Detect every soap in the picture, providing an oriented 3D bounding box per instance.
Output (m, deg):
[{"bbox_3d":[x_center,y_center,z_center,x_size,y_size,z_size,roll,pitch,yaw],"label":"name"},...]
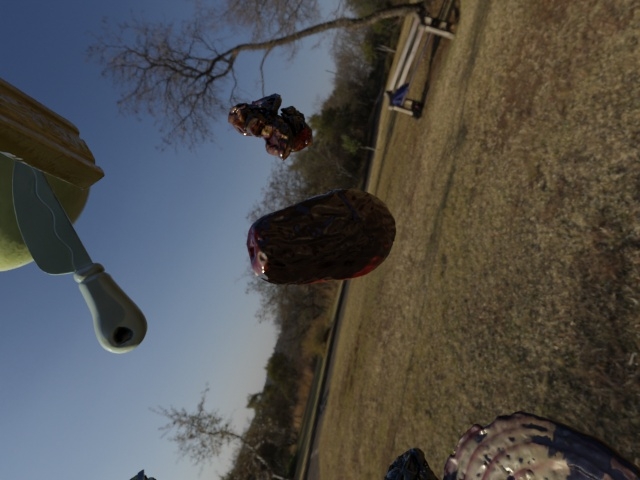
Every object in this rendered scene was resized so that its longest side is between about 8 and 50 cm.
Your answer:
[{"bbox_3d":[-0.317,-0.125,0.396,0.037,0.092,0.252,-38,-15,1],"label":"soap"}]

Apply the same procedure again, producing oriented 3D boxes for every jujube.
[{"bbox_3d":[0.000,0.000,0.964,0.216,0.342,0.216,36,132,53],"label":"jujube"}]

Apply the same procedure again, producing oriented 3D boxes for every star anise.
[{"bbox_3d":[-0.123,-0.287,1.026,0.190,0.220,0.126,-53,-15,-43],"label":"star anise"}]

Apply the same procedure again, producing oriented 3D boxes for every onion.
[{"bbox_3d":[0.326,0.388,0.596,0.314,0.146,0.280,-62,35,18],"label":"onion"}]

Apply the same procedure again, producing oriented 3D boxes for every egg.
[{"bbox_3d":[-0.527,-0.088,0.729,0.218,0.218,0.296,104,169,-60],"label":"egg"}]

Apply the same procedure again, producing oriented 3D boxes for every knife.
[{"bbox_3d":[-0.371,0.025,0.620,0.080,0.331,0.044,-34,4,-14],"label":"knife"}]

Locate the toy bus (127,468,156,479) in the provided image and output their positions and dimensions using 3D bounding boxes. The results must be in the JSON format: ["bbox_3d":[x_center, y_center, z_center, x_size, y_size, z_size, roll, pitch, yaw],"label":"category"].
[{"bbox_3d":[-0.353,0.572,0.847,0.101,0.175,0.088,-27,5,-24],"label":"toy bus"}]

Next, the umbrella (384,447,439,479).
[{"bbox_3d":[0.171,0.372,0.524,0.071,0.224,0.080,-40,-10,24],"label":"umbrella"}]
